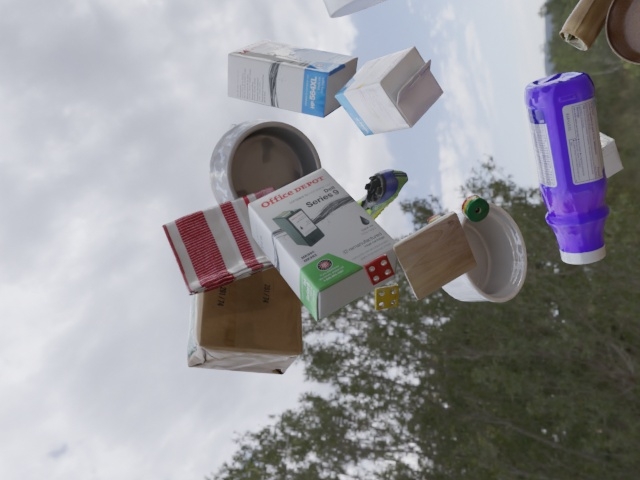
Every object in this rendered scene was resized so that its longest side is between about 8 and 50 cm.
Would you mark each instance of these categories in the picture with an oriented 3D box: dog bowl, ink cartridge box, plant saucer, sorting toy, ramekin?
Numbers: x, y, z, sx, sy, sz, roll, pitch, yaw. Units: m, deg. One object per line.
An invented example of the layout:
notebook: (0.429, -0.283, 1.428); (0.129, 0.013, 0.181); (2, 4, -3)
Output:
dog bowl: (-0.150, -0.196, 1.766); (0.348, 0.102, 0.349); (-1, -89, -28)
ink cartridge box: (-0.052, -0.306, 1.104); (0.148, 0.203, 0.086); (-49, -30, -53)
plant saucer: (0.646, -0.426, 1.117); (0.036, 0.198, 0.199); (6, -98, -43)
ink cartridge box: (0.000, 0.000, 1.301); (0.211, 0.289, 0.121); (-28, -35, -20)
sorting toy: (0.202, 0.028, 1.117); (0.132, 0.274, 0.046); (61, 178, -29)
ramekin: (0.438, 0.042, 1.662); (0.277, 0.135, 0.277); (8, -105, -32)
ink cartridge box: (0.112, -0.231, 0.928); (0.092, 0.143, 0.090); (-48, -65, -18)

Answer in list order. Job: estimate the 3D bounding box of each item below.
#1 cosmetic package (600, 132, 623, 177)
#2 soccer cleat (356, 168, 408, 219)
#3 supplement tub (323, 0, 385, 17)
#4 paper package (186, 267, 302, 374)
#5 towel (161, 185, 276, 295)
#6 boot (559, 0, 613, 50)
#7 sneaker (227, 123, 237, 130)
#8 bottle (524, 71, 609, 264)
cosmetic package: (0.715, -0.262, 1.616); (0.099, 0.060, 0.239); (52, -173, -30)
soccer cleat: (0.169, -0.110, 1.725); (0.289, 0.121, 0.093); (120, 134, -60)
supplement tub: (0.042, -0.453, 0.678); (0.325, 0.235, 0.235); (67, -152, -14)
paper package: (-0.217, 0.201, 1.712); (0.168, 0.309, 0.325); (124, 149, -52)
towel: (-0.233, -0.007, 1.589); (0.037, 0.329, 0.237); (98, 148, -59)
boot: (0.626, -0.546, 1.286); (0.236, 0.089, 0.269); (-1, -60, -57)
sneaker: (-0.243, -0.302, 2.075); (0.129, 0.297, 0.111); (-52, -29, 17)
bottle: (0.376, -0.105, 0.892); (0.118, 0.092, 0.283); (-63, -41, -70)
